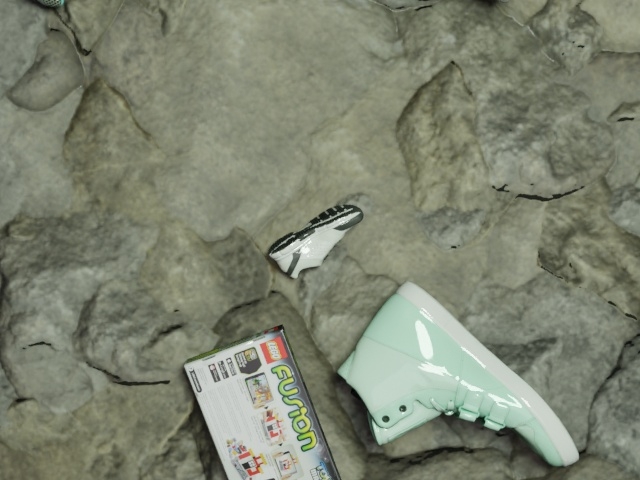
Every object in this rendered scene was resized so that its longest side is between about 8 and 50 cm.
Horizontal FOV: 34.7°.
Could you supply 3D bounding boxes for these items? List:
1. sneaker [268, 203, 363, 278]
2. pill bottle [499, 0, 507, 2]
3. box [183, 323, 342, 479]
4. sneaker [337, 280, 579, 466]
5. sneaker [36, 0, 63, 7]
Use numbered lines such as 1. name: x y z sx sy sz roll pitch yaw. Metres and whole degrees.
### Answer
1. sneaker: 0.000 0.000 1.091 0.109 0.040 0.043 -30 111 4
2. pill bottle: 0.123 -0.334 1.027 0.209 0.119 0.119 29 93 -4
3. box: -0.057 0.207 1.099 0.114 0.036 0.206 -20 94 0
4. sneaker: 0.137 0.180 1.074 0.256 0.094 0.151 42 86 6
5. sneaker: -0.253 -0.311 1.054 0.076 0.065 0.166 38 95 -20
